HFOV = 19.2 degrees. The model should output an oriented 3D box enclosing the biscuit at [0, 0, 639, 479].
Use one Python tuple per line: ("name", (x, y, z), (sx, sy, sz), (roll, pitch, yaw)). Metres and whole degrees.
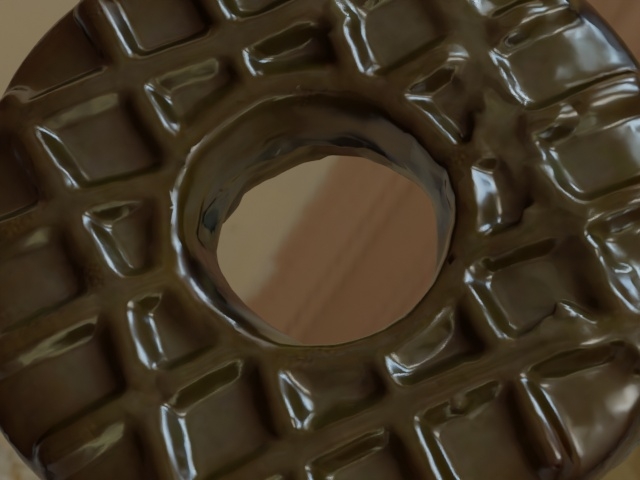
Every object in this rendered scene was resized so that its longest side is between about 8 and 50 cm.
("biscuit", (0.000, 0.000, 0.833), (0.103, 0.332, 0.332), (74, 17, -69))
